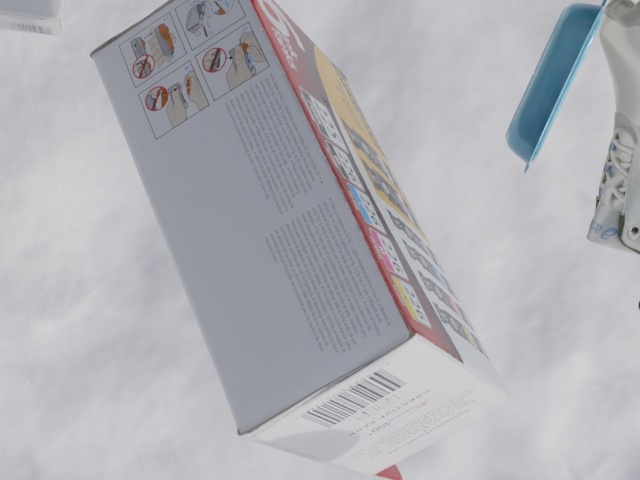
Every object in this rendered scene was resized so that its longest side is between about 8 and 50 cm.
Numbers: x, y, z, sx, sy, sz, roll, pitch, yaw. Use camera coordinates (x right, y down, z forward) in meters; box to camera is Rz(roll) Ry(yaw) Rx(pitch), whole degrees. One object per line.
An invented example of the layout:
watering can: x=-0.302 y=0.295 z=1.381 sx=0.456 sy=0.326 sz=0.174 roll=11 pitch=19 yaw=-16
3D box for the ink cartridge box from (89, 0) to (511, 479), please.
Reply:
ink cartridge box: x=0.000 y=0.000 z=0.908 sx=0.130 sy=0.272 sz=0.309 roll=-31 pitch=63 yaw=13

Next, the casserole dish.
casserole dish: x=0.227 y=-0.157 z=1.230 sx=0.037 sy=0.114 sz=0.188 roll=26 pitch=102 yaw=9

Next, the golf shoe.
golf shoe: x=0.163 y=-0.031 z=0.609 sx=0.086 sy=0.069 sz=0.176 roll=-30 pitch=111 yaw=5

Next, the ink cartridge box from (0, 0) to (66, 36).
ink cartridge box: x=-0.301 y=-0.375 z=1.123 sx=0.175 sy=0.069 sz=0.371 roll=6 pitch=84 yaw=-9
